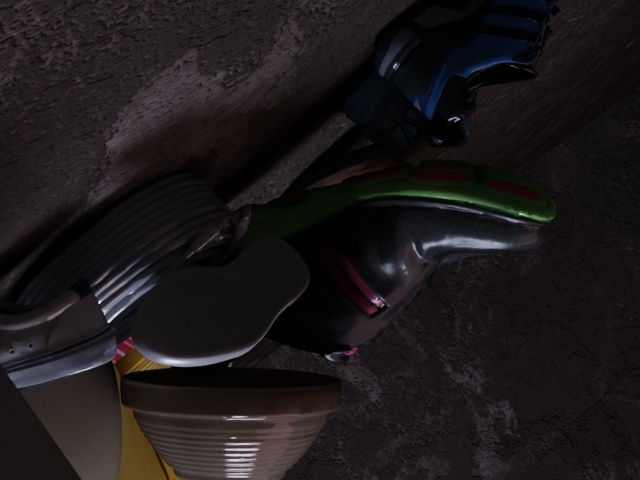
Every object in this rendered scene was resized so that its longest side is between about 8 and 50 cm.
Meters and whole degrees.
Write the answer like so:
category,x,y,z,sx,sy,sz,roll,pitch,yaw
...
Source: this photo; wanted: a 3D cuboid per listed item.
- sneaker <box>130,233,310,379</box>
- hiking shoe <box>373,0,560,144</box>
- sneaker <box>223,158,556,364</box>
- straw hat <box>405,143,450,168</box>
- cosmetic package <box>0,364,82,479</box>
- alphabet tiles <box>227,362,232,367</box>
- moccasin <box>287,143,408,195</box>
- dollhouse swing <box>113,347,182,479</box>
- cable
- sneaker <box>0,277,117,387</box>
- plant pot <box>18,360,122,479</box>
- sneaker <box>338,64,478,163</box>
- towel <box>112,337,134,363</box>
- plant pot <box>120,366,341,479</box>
category,x,y,z,sx,sy,sz,roll,pitch,yaw
sneaker,-0.124,0.095,1.457,0.147,0.104,0.296,-46,174,27
hiking shoe,0.206,-0.234,1.567,0.304,0.132,0.113,-37,173,-5
sneaker,0.044,0.031,1.664,0.483,0.202,0.185,-14,-174,23
straw hat,0.127,-0.140,2.067,0.144,0.061,0.144,-30,-171,5
cosmetic package,-0.287,0.193,1.215,0.113,0.309,0.160,-34,171,-25
alphabet tiles,-0.165,0.246,2.268,0.198,0.009,0.237,88,18,-71
moccasin,-0.002,0.001,1.993,0.380,0.147,0.139,-42,171,36
dollhouse swing,-0.207,0.266,2.248,0.305,0.315,0.347,-26,172,0
cable,-0.202,0.036,1.510,0.257,0.089,0.257,-34,173,-18
sneaker,-0.321,0.100,1.365,0.258,0.091,0.094,-16,-175,0
plant pot,-0.330,0.259,1.561,0.284,0.191,0.284,-18,180,0
sneaker,0.134,-0.161,1.711,0.262,0.125,0.104,-31,171,-41
towel,-0.253,0.107,1.934,0.275,0.031,0.199,-39,171,-3
plant pot,-0.098,0.200,1.575,0.237,0.109,0.237,2,-179,0
